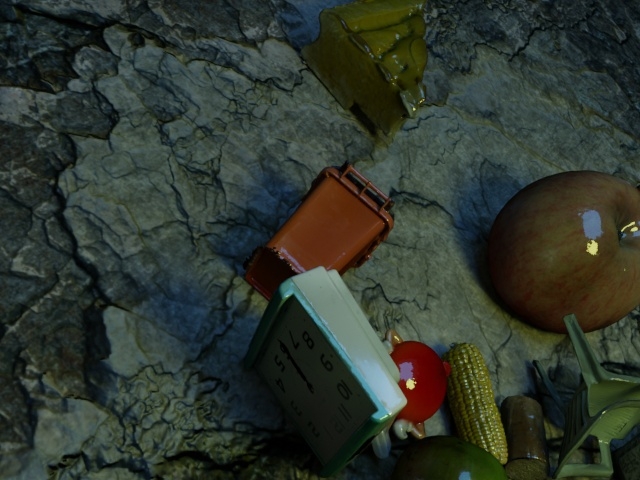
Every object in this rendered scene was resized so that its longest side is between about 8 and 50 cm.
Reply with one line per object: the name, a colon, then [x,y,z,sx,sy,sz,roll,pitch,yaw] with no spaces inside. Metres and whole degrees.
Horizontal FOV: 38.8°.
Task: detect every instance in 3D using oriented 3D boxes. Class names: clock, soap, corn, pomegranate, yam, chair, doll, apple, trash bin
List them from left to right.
trash bin: [0.000,0.000,1.507,0.161,0.184,0.238,41,49,4]
clock: [0.013,0.183,1.280,0.116,0.262,0.231,-28,71,-27]
doll: [0.128,0.226,1.443,0.217,0.085,0.183,-27,98,-46]
soap: [0.179,-0.384,1.957,0.339,0.169,0.304,-27,71,-43]
pomegranate: [0.176,0.392,1.295,0.182,0.181,0.224,24,64,-14]
corn: [0.253,0.270,1.505,0.080,0.080,0.238,10,48,-26]
yam: [0.338,0.329,1.508,0.084,0.084,0.127,23,46,-15]
apple: [0.497,0.012,1.746,0.345,0.269,0.344,19,46,-21]
chair: [0.466,0.276,1.545,0.191,0.203,0.274,13,36,-12]

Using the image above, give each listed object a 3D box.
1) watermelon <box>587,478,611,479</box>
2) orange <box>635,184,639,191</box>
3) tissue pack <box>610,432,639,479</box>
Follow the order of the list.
watermelon: [0.388,0.471,1.396,0.232,0.193,0.310,47,54,-18]
orange: [0.766,-0.007,2.007,0.249,0.183,0.249,10,35,-7]
tissue pack: [0.650,0.462,1.444,0.124,0.288,0.394,6,51,-27]
